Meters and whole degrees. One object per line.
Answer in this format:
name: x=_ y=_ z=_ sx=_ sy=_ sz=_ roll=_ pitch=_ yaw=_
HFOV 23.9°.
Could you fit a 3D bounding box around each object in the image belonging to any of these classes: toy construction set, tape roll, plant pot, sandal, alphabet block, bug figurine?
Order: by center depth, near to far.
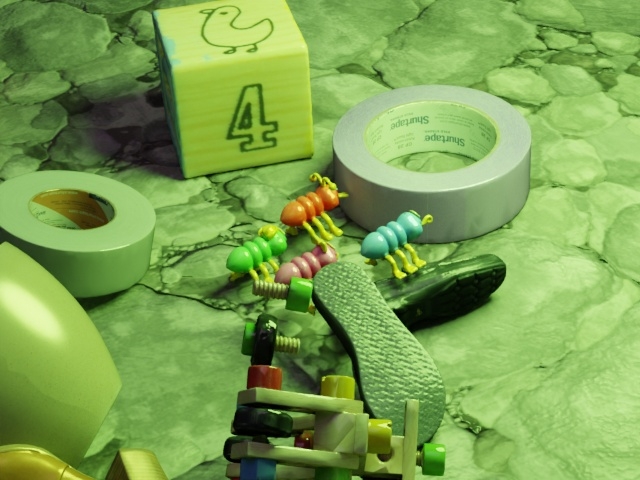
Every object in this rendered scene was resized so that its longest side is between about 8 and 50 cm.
toy construction set: x=0.019 y=0.242 z=1.546 sx=0.237 sy=0.257 sz=0.309 roll=10 pitch=49 yaw=-4
plant pot: x=-0.331 y=0.171 z=1.652 sx=0.191 sy=0.284 sz=0.284 roll=29 pitch=40 yaw=-4
sandal: x=0.071 y=0.136 z=1.769 sx=0.097 sy=0.054 sz=0.254 roll=-17 pitch=59 yaw=-15
bug figurine: x=0.000 y=0.000 z=1.927 sx=0.216 sy=0.072 sz=0.279 roll=-32 pitch=28 yaw=-24
tape roll: x=-0.329 y=-0.011 z=1.986 sx=0.219 sy=0.072 sz=0.219 roll=9 pitch=28 yaw=-5
tape roll: x=0.155 y=-0.111 z=2.106 sx=0.275 sy=0.090 sz=0.275 roll=-2 pitch=36 yaw=1
alphabet block: x=-0.127 y=-0.228 z=2.208 sx=0.197 sy=0.193 sz=0.192 roll=-11 pitch=38 yaw=-9

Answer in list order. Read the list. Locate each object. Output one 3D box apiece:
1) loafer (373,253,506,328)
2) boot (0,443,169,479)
loafer: x=0.125 y=0.060 z=1.885 sx=0.223 sy=0.076 sz=0.078 roll=-20 pitch=47 yaw=-15
boot: x=-0.257 y=0.311 z=1.506 sx=0.295 sy=0.104 sz=0.211 roll=-2 pitch=44 yaw=-27
